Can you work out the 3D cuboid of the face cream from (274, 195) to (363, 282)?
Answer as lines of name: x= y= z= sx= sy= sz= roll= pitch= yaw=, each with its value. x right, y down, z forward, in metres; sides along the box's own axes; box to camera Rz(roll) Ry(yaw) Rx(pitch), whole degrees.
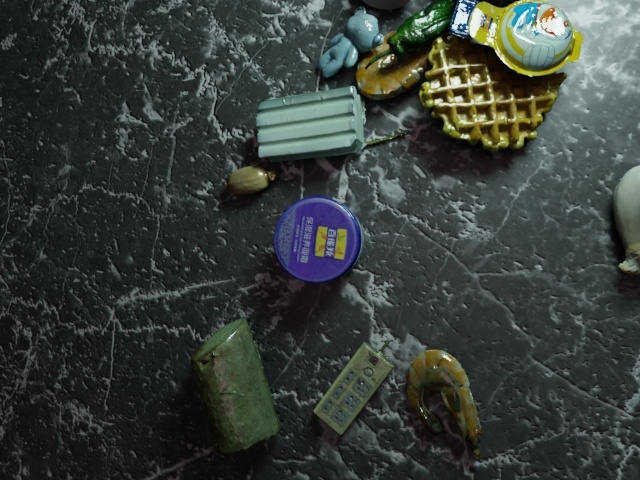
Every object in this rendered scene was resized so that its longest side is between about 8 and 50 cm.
face cream: x=0.000 y=0.000 z=1.021 sx=0.206 sy=0.111 sz=0.205 roll=0 pitch=88 yaw=14

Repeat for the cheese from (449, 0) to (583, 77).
cheese: x=0.405 y=-0.429 z=0.874 sx=0.271 sy=0.069 sz=0.176 roll=17 pitch=83 yaw=4

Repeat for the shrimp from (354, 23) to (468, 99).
shrimp: x=0.221 y=-0.455 z=1.006 sx=0.317 sy=0.062 sz=0.164 roll=-32 pitch=73 yaw=11

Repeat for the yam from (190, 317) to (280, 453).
yam: x=-0.214 y=0.361 z=1.044 sx=0.168 sy=0.168 sz=0.303 roll=-21 pitch=85 yaw=14

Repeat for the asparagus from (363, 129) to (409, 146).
asparagus: x=0.162 y=-0.249 z=1.035 sx=0.115 sy=0.015 sz=0.014 roll=-13 pitch=83 yaw=15

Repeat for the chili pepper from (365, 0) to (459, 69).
chili pepper: x=0.224 y=-0.486 z=0.950 sx=0.279 sy=0.065 sz=0.122 roll=-42 pitch=34 yaw=-8

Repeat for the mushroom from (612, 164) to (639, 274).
mushroom: x=0.652 y=-0.042 z=0.853 sx=0.116 sy=0.093 sz=0.224 roll=9 pitch=85 yaw=-5

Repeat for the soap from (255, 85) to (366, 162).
soap: x=-0.022 y=-0.282 z=1.047 sx=0.262 sy=0.094 sz=0.150 roll=-2 pitch=92 yaw=17

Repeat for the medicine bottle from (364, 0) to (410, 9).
medicine bottle: x=0.165 y=-0.696 z=0.991 sx=0.134 sy=0.133 sz=0.249 roll=6 pitch=88 yaw=16

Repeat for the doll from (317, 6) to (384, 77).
doll: x=0.075 y=-0.475 z=1.045 sx=0.180 sy=0.075 sz=0.120 roll=-40 pitch=70 yaw=37

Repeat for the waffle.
waffle: x=0.374 y=-0.341 z=0.928 sx=0.301 sy=0.058 sz=0.281 roll=17 pitch=85 yaw=1

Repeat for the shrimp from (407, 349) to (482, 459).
shrimp: x=0.275 y=0.377 z=0.959 sx=0.146 sy=0.059 sz=0.254 roll=-15 pitch=84 yaw=17

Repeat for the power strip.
power strip: x=0.089 y=0.344 z=1.022 sx=0.092 sy=0.034 sz=0.267 roll=37 pitch=98 yaw=14

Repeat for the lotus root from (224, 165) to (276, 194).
lotus root: x=-0.182 y=-0.157 z=1.102 sx=0.151 sy=0.062 sz=0.072 roll=-11 pitch=85 yaw=16
